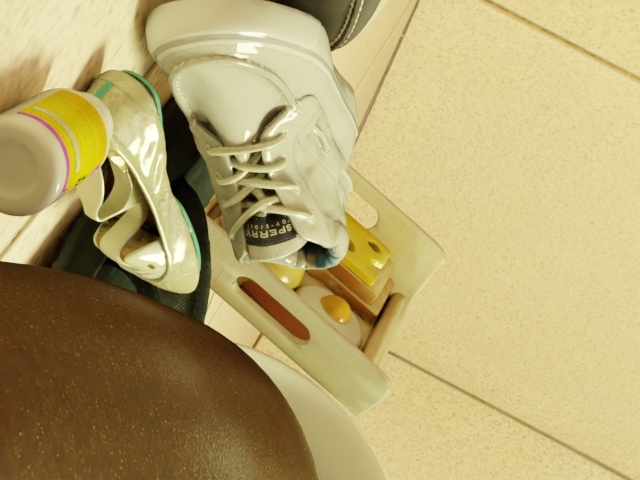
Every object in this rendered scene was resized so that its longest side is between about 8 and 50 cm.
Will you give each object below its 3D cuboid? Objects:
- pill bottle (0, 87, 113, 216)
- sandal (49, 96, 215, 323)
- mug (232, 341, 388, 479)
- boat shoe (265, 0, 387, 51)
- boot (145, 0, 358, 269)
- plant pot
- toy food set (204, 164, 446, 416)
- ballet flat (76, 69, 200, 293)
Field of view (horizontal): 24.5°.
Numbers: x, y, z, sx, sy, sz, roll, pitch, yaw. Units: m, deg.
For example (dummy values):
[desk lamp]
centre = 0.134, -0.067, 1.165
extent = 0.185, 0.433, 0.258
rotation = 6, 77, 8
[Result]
[pill bottle]
centre = -0.118, -0.041, 0.639
extent = 0.043, 0.043, 0.083
rotation = -63, 177, 21
[sandal]
centre = -0.111, 0.042, 0.921
extent = 0.445, 0.107, 0.167
rotation = -61, 177, -37
[mug]
centre = -0.167, 0.289, 1.127
extent = 0.374, 0.276, 0.328
rotation = -16, 151, -43
[boat shoe]
centre = -0.008, -0.184, 0.782
extent = 0.092, 0.103, 0.285
rotation = -55, 171, -26
[boot]
centre = -0.028, -0.051, 0.867
extent = 0.258, 0.095, 0.123
rotation = 29, 57, -70
[plant pot]
centre = -0.121, 0.093, 0.519
extent = 0.215, 0.215, 0.230
rotation = -62, 164, -12
[toy food set]
centre = 0.000, 0.000, 1.256
extent = 0.092, 0.220, 0.306
rotation = -48, -177, 24
[ballet flat]
centre = -0.105, -0.019, 0.789
extent = 0.052, 0.057, 0.168
rotation = -49, 147, -31
